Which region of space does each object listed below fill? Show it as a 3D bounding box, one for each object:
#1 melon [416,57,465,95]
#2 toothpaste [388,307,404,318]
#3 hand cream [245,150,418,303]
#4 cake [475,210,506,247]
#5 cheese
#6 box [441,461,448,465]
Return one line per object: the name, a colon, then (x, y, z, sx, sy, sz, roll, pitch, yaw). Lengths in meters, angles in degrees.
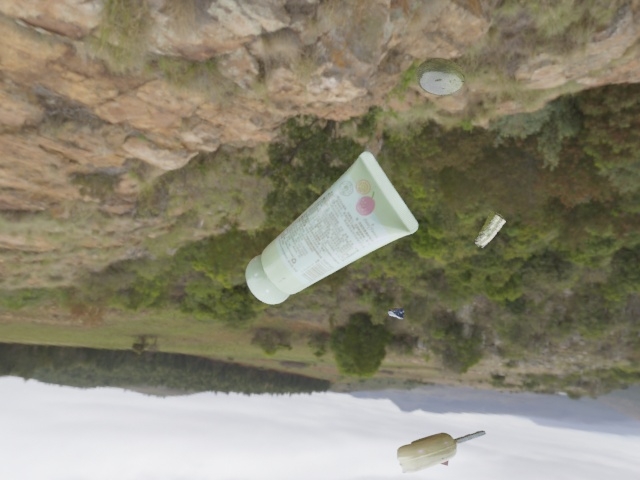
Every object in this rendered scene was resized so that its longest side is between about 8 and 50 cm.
melon: (0.322, -0.440, 1.331, 0.131, 0.098, 0.098, 21, 166, 13)
toothpaste: (0.186, 0.178, 1.220, 0.019, 0.027, 0.083, 18, 171, -14)
hand cream: (0.000, 0.000, 0.817, 0.306, 0.147, 0.093, -36, 170, 27)
cake: (0.608, -0.036, 1.773, 0.051, 0.140, 0.055, 25, -170, -11)
cheese: (0.335, 0.565, 1.353, 0.249, 0.070, 0.163, -20, 159, 7)
box: (0.355, 0.635, 1.464, 0.052, 0.023, 0.082, 11, 180, 17)
